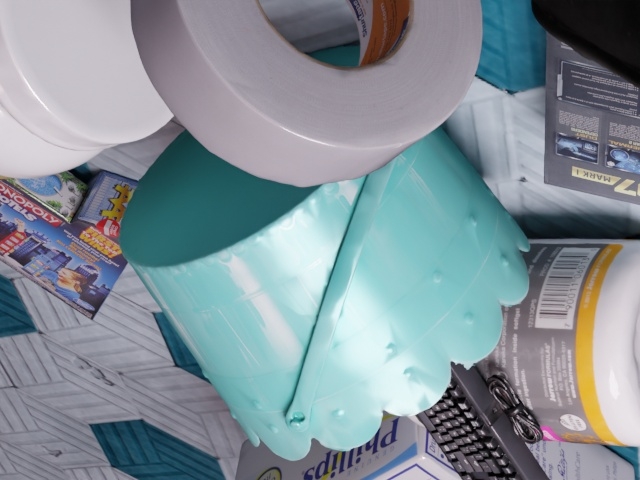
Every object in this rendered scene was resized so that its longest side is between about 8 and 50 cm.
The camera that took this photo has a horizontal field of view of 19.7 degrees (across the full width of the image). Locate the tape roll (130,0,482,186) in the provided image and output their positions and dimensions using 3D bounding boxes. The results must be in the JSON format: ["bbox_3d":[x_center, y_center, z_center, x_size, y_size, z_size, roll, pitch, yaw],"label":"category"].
[{"bbox_3d":[-0.008,-0.147,1.171,0.219,0.219,0.072,32,150,-15],"label":"tape roll"}]

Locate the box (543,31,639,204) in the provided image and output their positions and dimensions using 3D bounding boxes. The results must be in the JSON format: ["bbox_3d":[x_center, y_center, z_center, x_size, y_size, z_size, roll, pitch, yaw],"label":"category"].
[{"bbox_3d":[0.268,-0.084,1.239,0.232,0.059,0.183,14,149,15],"label":"box"}]

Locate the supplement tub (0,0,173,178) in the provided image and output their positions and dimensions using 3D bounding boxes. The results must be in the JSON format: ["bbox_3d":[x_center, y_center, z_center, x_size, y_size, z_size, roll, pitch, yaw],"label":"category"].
[{"bbox_3d":[-0.270,-0.159,1.317,0.331,0.241,0.241,-3,141,38],"label":"supplement tub"}]

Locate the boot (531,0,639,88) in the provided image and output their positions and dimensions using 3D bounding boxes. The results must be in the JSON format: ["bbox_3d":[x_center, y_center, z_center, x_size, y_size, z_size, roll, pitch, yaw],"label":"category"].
[{"bbox_3d":[0.122,-0.193,0.990,0.260,0.131,0.348,37,176,-23],"label":"boot"}]

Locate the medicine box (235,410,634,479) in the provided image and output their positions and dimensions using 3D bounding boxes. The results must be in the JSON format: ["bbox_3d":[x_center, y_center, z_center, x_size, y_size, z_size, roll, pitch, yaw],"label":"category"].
[{"bbox_3d":[0.106,0.257,1.722,0.289,0.149,0.263,34,131,-26],"label":"medicine box"}]

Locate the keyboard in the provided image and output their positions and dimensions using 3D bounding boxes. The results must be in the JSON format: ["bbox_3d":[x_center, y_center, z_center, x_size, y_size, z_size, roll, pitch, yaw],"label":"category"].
[{"bbox_3d":[0.115,0.135,1.415,0.108,0.023,0.180,-11,125,41],"label":"keyboard"}]

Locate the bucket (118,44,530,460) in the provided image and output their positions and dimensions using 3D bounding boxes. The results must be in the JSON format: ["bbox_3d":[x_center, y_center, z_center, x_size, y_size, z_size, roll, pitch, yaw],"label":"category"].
[{"bbox_3d":[0.000,0.000,1.359,0.281,0.281,0.183,-8,129,43],"label":"bucket"}]

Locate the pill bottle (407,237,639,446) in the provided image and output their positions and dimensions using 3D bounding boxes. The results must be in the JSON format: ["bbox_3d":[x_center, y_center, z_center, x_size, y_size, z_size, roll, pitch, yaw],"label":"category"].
[{"bbox_3d":[0.148,0.078,1.481,0.278,0.162,0.162,0,143,35],"label":"pill bottle"}]

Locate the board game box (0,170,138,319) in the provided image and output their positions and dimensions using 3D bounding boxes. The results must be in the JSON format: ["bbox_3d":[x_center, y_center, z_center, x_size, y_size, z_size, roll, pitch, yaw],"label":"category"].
[{"bbox_3d":[-0.235,-0.023,1.694,0.194,0.060,0.194,35,147,-19],"label":"board game box"}]
